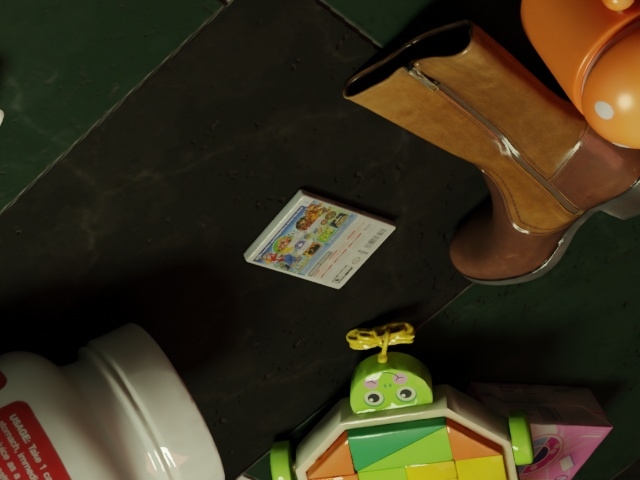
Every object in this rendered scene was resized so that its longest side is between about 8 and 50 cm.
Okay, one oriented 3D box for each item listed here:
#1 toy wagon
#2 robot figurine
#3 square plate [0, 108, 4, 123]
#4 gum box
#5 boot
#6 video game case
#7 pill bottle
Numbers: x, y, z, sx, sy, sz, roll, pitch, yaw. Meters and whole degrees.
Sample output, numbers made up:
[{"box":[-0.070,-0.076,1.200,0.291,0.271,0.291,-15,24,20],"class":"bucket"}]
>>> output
[{"box":[0.086,0.234,1.887,0.267,0.068,0.344,-8,126,7],"class":"toy wagon"},{"box":[0.242,-0.163,1.485,0.128,0.219,0.158,-3,136,-29],"class":"robot figurine"},{"box":[-0.459,-0.009,1.376,0.347,0.049,0.344,9,129,-38],"class":"square plate"},{"box":[0.212,0.214,2.020,0.188,0.062,0.107,6,130,-36],"class":"gum box"},{"box":[0.132,-0.067,1.621,0.280,0.096,0.264,25,151,-33],"class":"boot"},{"box":[0.000,0.000,1.693,0.122,0.011,0.087,18,124,-43],"class":"video game case"},{"box":[-0.299,0.239,1.582,0.407,0.229,0.229,-28,143,-18],"class":"pill bottle"}]
